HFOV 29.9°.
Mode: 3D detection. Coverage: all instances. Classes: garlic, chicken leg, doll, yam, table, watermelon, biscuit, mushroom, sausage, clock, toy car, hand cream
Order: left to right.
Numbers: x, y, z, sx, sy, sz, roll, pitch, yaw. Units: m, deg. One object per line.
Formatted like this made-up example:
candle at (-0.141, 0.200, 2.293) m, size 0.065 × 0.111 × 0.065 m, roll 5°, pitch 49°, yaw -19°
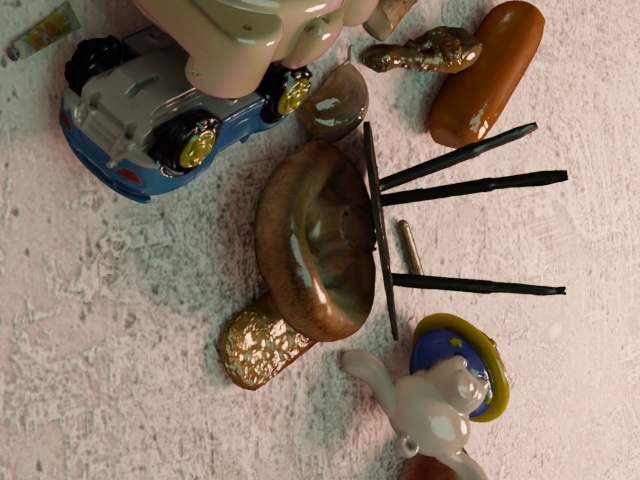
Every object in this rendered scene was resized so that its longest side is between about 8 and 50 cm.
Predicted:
hand cream at (-0.310, -0.232, 1.346) m, size 0.102 × 0.022 × 0.035 m, roll -43°, pitch 120°, yaw -36°
toy car at (-0.154, -0.164, 1.419) m, size 0.314 × 0.198 × 0.166 m, roll -35°, pitch 157°, yaw -39°
clock at (-0.093, -0.312, 1.378) m, size 0.309 × 0.284 × 0.114 m, roll -28°, pitch 155°, yaw -44°
biscuit at (-0.048, 0.116, 1.700) m, size 0.247 × 0.029 × 0.118 m, roll -35°, pitch 114°, yaw -36°
mushroom at (0.000, 0.000, 1.632) m, size 0.278 × 0.146 × 0.278 m, roll 22°, pitch 65°, yaw -60°
garlic at (0.031, -0.193, 1.676) m, size 0.152 × 0.066 × 0.084 m, roll -49°, pitch 129°, yaw -23°
yam at (0.141, 0.016, 1.878) m, size 0.021 × 0.021 × 0.116 m, roll -42°, pitch 128°, yaw -31°
chicken leg at (0.145, -0.274, 1.772) m, size 0.198 × 0.085 × 0.069 m, roll -12°, pitch 134°, yaw -30°
yam at (0.153, -0.406, 1.752) m, size 0.299 × 0.066 × 0.066 m, roll -53°, pitch 132°, yaw -23°
watermelon at (0.201, 0.419, 1.954) m, size 0.136 × 0.207 × 0.202 m, roll 24°, pitch 99°, yaw -20°
doll at (0.213, 0.252, 1.843) m, size 0.243 × 0.160 × 0.311 m, roll -21°, pitch 79°, yaw -54°
table at (0.202, -0.026, 1.649) m, size 0.317 × 0.249 × 0.317 m, roll -8°, pitch 90°, yaw -86°
sausage at (0.259, -0.260, 1.869) m, size 0.105 × 0.105 × 0.274 m, roll 47°, pitch 67°, yaw -42°
